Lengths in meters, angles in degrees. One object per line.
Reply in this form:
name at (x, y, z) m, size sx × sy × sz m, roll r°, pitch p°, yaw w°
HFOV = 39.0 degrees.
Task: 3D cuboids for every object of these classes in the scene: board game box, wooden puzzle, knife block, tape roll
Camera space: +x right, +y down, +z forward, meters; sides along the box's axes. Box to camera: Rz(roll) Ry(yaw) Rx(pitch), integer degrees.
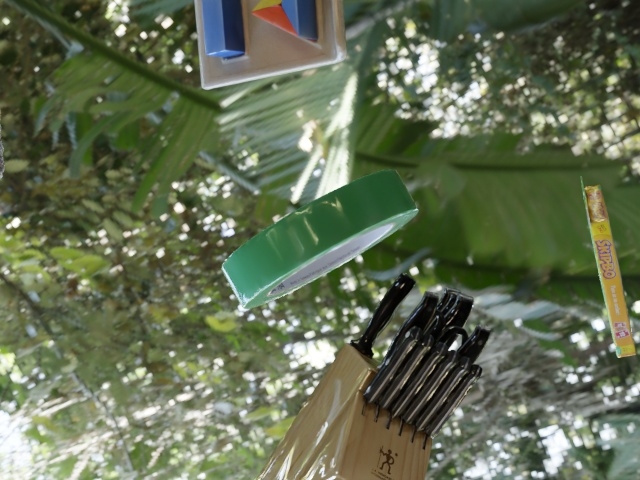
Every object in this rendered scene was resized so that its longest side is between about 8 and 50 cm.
board game box at (0.434, 0.036, 1.370) m, size 0.124 × 0.039 × 0.259 m, roll -71°, pitch -37°, yaw -60°
wooden puzzle at (-0.109, -0.420, 1.424) m, size 0.080 × 0.348 × 0.322 m, roll -8°, pitch -86°, yaw -46°
knife block at (0.043, 0.162, 0.878) m, size 0.088 × 0.276 × 0.242 m, roll 33°, pitch -133°, yaw -14°
tape roll at (0.000, 0.000, 1.438) m, size 0.321 × 0.321 × 0.077 m, roll -18°, pitch -104°, yaw -56°

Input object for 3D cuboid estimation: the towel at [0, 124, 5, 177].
towel at (-0.435, -0.178, 0.919) m, size 0.121 × 0.235 × 0.283 m, roll -2°, pitch -93°, yaw -45°
